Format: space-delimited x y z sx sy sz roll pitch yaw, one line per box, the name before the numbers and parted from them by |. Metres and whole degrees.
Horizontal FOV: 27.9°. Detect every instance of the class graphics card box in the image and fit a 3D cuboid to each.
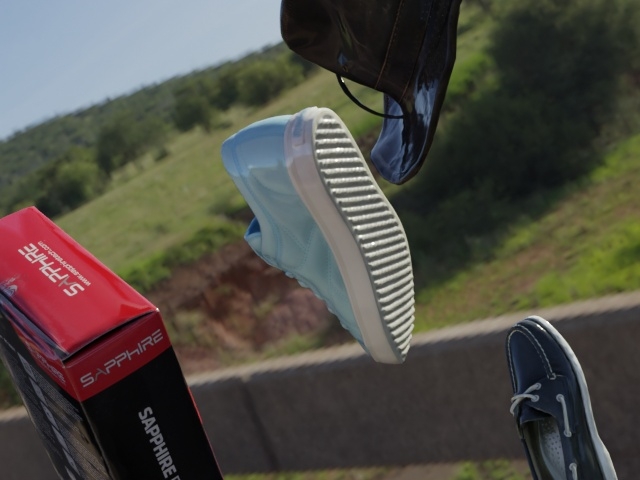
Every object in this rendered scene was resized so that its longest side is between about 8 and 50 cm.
graphics card box | -0.178 0.171 1.123 0.094 0.371 0.233 -32 37 -23

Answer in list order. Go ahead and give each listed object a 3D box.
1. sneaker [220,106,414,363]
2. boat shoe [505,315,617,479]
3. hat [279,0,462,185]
sneaker | 0.000 0.000 1.478 0.150 0.366 0.135 -4 39 27
boat shoe | 0.316 0.246 1.782 0.091 0.302 0.114 -6 -29 -31
hat | 0.040 -0.207 0.997 0.134 0.331 0.331 16 0 -6
